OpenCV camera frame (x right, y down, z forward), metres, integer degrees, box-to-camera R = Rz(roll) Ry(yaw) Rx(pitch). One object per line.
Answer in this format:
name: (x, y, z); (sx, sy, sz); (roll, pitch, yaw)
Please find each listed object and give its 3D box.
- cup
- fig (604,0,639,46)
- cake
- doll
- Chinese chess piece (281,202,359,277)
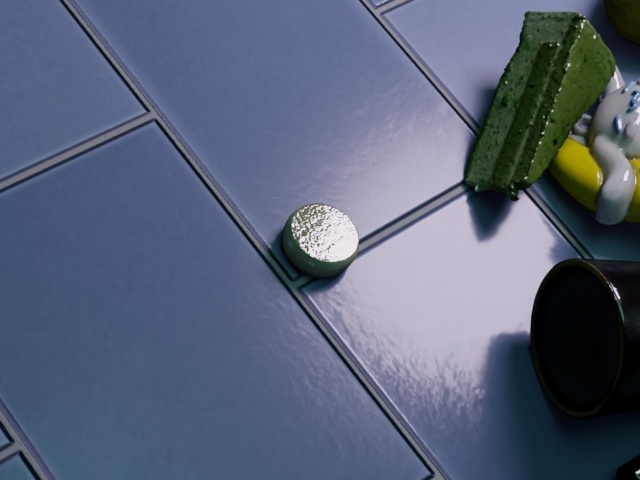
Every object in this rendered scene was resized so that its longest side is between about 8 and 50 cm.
cup: (0.336, 0.134, 1.471); (0.177, 0.239, 0.166); (-1, 18, -26)
fig: (0.490, -0.291, 1.765); (0.259, 0.151, 0.151); (26, 55, -7)
cake: (0.239, -0.162, 1.593); (0.235, 0.100, 0.099); (-52, 128, -24)
doll: (0.377, -0.118, 1.629); (0.237, 0.111, 0.252); (12, 57, 21)
Chinese chess piece: (0.000, 0.000, 1.479); (0.084, 0.034, 0.084); (10, 55, -14)
